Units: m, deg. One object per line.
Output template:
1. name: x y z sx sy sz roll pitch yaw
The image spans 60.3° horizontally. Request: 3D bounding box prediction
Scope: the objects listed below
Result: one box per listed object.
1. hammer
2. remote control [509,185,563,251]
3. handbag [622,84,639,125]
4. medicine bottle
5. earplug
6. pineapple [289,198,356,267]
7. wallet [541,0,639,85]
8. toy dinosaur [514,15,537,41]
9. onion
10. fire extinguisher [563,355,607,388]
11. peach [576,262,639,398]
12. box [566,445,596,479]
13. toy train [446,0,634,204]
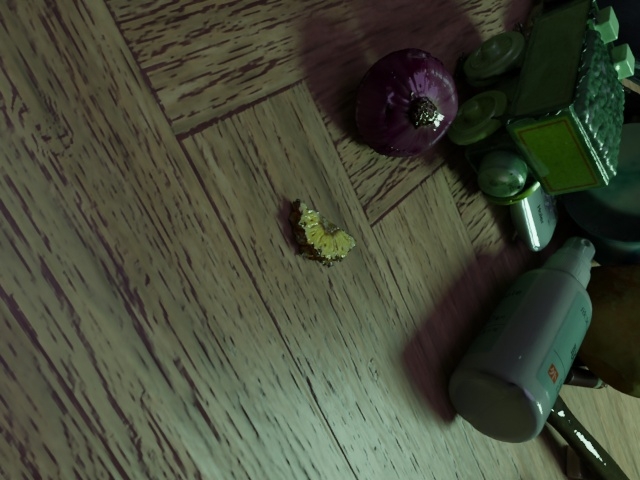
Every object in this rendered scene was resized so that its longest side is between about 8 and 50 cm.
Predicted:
1. hammer: 0.404 0.327 0.810 0.440 0.044 0.168 48 56 -20
2. remote control: 0.352 -0.102 0.858 0.293 0.051 0.103 -47 124 -40
3. handbag: 0.588 -0.168 0.987 0.288 0.152 0.342 37 25 -24
4. medicine bottle: 0.290 0.100 0.721 0.352 0.110 0.110 -40 111 -41
5. earplug: 0.502 -0.027 0.901 0.324 0.185 0.185 40 55 -56
6. pineapple: 0.000 0.000 0.522 0.083 0.019 0.045 33 55 -35
7. wallet: 0.498 -0.385 0.950 0.237 0.075 0.342 19 55 4
8. toy dinosaur: 0.334 -0.316 0.896 0.060 0.029 0.120 57 49 -36
9. onion: 0.086 -0.145 0.584 0.115 0.115 0.104 36 15 -34
10. fire extinguisher: 0.429 0.216 0.897 0.173 0.035 0.049 18 33 -41
11. peach: 0.486 0.125 0.842 0.235 0.214 0.214 28 60 -4
12. box: 0.421 0.353 0.865 0.115 0.025 0.048 28 66 -38
13. toy train: 0.277 -0.171 0.701 0.159 0.188 0.272 45 53 -31
